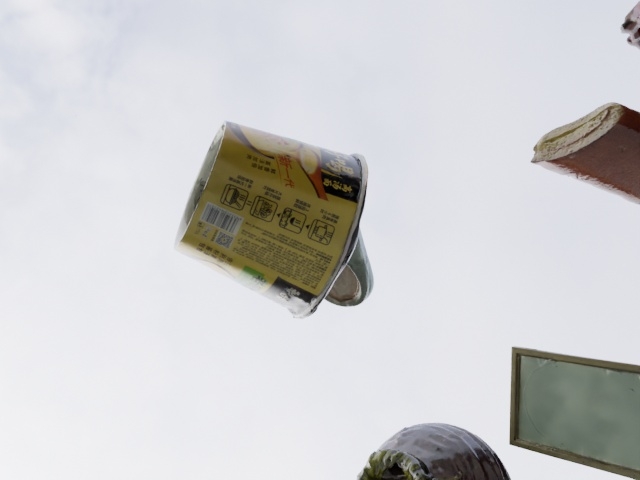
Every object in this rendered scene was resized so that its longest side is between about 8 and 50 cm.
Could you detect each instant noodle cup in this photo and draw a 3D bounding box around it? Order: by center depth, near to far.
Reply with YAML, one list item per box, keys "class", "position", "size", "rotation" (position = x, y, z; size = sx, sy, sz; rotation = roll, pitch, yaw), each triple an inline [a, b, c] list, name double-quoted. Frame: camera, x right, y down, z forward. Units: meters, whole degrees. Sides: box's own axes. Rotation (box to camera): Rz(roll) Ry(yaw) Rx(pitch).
- class: "instant noodle cup"
  position: [-0.044, -0.026, 0.555]
  size: [0.122, 0.151, 0.151]
  rotation: [23, -89, -18]

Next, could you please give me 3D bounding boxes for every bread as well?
- class: "bread"
  position: [0.401, -0.125, 0.930]
  size: [0.192, 0.067, 0.119]
  rotation: [15, -57, -14]

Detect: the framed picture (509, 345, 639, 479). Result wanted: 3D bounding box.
- class: "framed picture"
  position: [0.328, 0.214, 0.846]
  size: [0.010, 0.201, 0.135]
  rotation: [3, -91, -41]

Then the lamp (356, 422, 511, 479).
- class: "lamp"
  position: [0.152, 0.368, 0.919]
  size: [0.247, 0.247, 0.246]
  rotation: [-4, -79, -19]

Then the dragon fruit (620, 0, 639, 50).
- class: "dragon fruit"
  position: [0.596, -0.376, 0.945]
  size: [0.286, 0.329, 0.228]
  rotation: [25, -83, -33]

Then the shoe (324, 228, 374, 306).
- class: "shoe"
  position: [0.000, 0.000, 0.723]
  size: [0.079, 0.078, 0.195]
  rotation: [-12, -63, 24]
